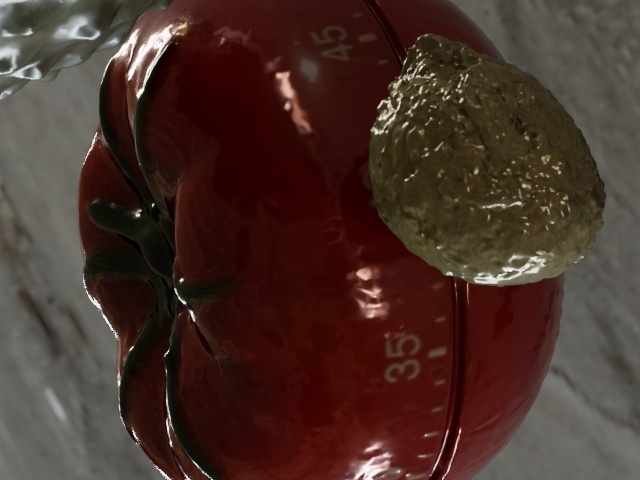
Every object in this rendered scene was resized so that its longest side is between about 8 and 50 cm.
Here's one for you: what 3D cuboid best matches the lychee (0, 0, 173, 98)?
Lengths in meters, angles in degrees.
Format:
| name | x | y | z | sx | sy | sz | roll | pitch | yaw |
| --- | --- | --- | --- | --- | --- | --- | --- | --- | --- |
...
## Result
| name | x | y | z | sx | sy | sz | roll | pitch | yaw |
| --- | --- | --- | --- | --- | --- | --- | --- | --- | --- |
| lychee | -0.136 | -0.178 | 0.655 | 0.255 | 0.274 | 0.255 | -18 | -90 | -77 |

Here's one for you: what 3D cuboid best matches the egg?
| name | x | y | z | sx | sy | sz | roll | pitch | yaw |
| --- | --- | --- | --- | --- | --- | --- | --- | --- | --- |
| egg | 0.086 | -0.038 | 0.959 | 0.140 | 0.116 | 0.118 | 44 | 131 | 14 |

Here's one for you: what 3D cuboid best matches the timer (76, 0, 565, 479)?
| name | x | y | z | sx | sy | sz | roll | pitch | yaw |
| --- | --- | --- | --- | --- | --- | --- | --- | --- | --- |
| timer | 0.000 | 0.000 | 1.217 | 0.378 | 0.279 | 0.378 | 172 | 90 | -70 |
